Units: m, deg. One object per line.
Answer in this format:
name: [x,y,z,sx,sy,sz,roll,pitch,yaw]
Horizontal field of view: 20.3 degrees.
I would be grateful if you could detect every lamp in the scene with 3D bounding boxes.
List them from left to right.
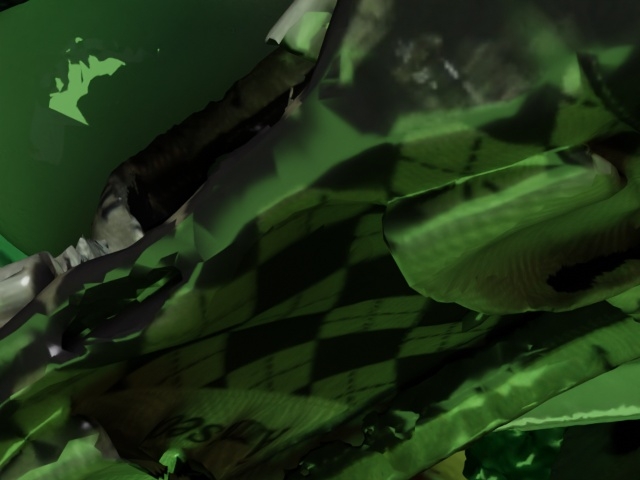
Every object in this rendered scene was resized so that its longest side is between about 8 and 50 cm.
lamp: [-0.086,-0.054,0.796,0.284,0.147,0.209,-15,140,40]

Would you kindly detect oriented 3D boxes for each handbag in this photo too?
handbag: [0.000,0.000,0.553,0.416,0.316,0.180,-37,81,18]

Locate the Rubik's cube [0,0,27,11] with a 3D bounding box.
Rubik's cube: [-0.113,-0.238,0.600,0.259,0.255,0.260,-18,116,34]

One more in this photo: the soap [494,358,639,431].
soap: [0.178,-0.011,0.699,0.261,0.094,0.150,-9,85,23]

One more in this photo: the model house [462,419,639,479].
model house: [0.180,0.177,0.792,0.230,0.249,0.280,47,131,-13]
